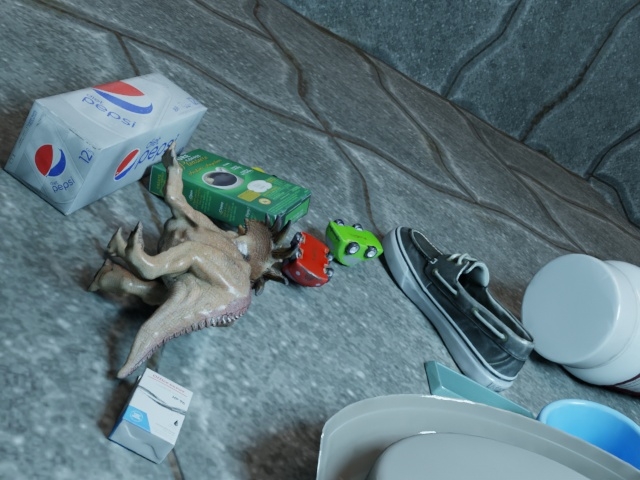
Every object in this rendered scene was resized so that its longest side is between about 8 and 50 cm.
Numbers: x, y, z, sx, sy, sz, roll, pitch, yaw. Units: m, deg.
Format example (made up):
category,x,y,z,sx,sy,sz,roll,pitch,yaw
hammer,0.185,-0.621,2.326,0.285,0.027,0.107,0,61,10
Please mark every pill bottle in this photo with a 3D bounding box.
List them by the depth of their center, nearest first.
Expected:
category,x,y,z,sx,sy,sz,roll,pitch,yaw
pill bottle,0.560,0.164,1.260,0.392,0.224,0.224,20,29,-34

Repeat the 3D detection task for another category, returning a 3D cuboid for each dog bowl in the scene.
category,x,y,z,sx,sy,sz,roll,pitch,yaw
dog bowl,0.151,0.249,0.543,0.348,0.102,0.349,13,12,-3
dog bowl,0.332,0.296,0.809,0.165,0.074,0.297,7,25,1

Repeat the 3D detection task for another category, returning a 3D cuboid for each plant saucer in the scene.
category,x,y,z,sx,sy,sz,roll,pitch,yaw
plant saucer,0.228,0.225,0.957,0.192,0.018,0.067,28,25,-16

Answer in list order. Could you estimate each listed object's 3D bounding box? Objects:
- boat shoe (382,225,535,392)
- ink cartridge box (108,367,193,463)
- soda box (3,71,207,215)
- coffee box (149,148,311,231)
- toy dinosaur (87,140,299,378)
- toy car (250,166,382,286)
category,x,y,z,sx,sy,sz,roll,pitch,yaw
boat shoe,0.221,0.077,1.086,0.121,0.119,0.335,12,34,-44
ink cartridge box,-0.141,0.143,0.591,0.048,0.028,0.083,32,24,-12
soda box,-0.250,-0.132,0.858,0.091,0.098,0.286,37,24,0
coffee box,-0.116,-0.064,0.903,0.184,0.040,0.113,22,28,15
toy dinosaur,-0.113,0.032,0.720,0.200,0.127,0.296,32,27,-20
toy car,0.000,0.000,1.012,0.225,0.053,0.239,14,33,-42
